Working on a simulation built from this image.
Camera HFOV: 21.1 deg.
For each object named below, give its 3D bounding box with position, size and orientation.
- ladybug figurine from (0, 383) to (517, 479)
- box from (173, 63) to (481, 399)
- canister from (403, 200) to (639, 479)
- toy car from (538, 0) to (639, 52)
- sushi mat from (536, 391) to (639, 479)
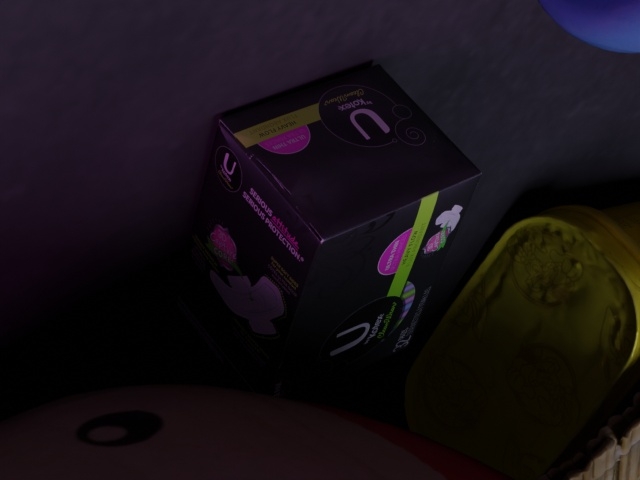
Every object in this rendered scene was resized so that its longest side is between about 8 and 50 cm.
[{"bbox_3d":[0.006,0.183,0.544,0.305,0.162,0.449,-23,137,17],"label":"ladybug figurine"},{"bbox_3d":[0.000,0.000,0.510,0.062,0.052,0.083,-23,150,-32],"label":"box"},{"bbox_3d":[0.129,0.036,0.712,0.170,0.073,0.126,-11,142,-47],"label":"canister"},{"bbox_3d":[0.093,-0.108,0.394,0.136,0.159,0.182,-2,149,2],"label":"toy car"},{"bbox_3d":[0.127,0.126,0.748,0.151,0.019,0.316,-37,156,-7],"label":"sushi mat"}]
